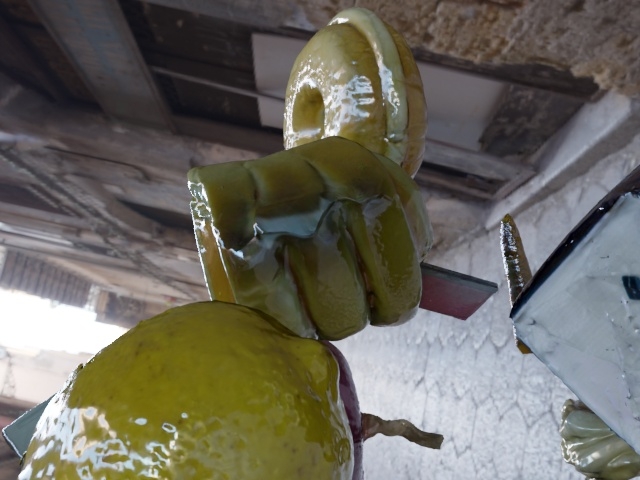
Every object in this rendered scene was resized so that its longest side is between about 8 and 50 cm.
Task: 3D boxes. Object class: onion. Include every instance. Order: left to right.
[{"bbox_3d":[-0.030,0.330,1.146,0.358,0.345,0.358,-25,60,55],"label":"onion"}]

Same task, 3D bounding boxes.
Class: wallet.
[{"bbox_3d":[0.190,0.086,1.215,0.119,0.232,0.025,121,160,-47],"label":"wallet"}]

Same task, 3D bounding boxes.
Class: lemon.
[{"bbox_3d":[-0.111,0.190,0.565,0.310,0.253,0.253,-40,-2,-3],"label":"lemon"}]

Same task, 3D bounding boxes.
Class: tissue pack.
[{"bbox_3d":[0.442,0.009,0.737,0.416,0.253,0.264,-29,-24,-34],"label":"tissue pack"}]

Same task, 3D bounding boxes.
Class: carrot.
[{"bbox_3d":[0.444,0.095,1.492,0.066,0.066,0.314,109,152,-87],"label":"carrot"}]

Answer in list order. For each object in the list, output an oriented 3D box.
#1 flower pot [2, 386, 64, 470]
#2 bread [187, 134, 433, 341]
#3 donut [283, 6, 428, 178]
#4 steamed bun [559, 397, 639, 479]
[{"bbox_3d":[-0.251,0.279,0.838,0.189,0.239,0.209,-36,-57,-30],"label":"flower pot"},{"bbox_3d":[0.000,0.000,0.942,0.210,0.341,0.301,104,155,-77],"label":"bread"},{"bbox_3d":[0.059,-0.248,1.370,0.449,0.198,0.449,174,90,-68],"label":"donut"},{"bbox_3d":[0.498,0.260,1.088,0.428,0.247,0.189,24,-135,-64],"label":"steamed bun"}]
